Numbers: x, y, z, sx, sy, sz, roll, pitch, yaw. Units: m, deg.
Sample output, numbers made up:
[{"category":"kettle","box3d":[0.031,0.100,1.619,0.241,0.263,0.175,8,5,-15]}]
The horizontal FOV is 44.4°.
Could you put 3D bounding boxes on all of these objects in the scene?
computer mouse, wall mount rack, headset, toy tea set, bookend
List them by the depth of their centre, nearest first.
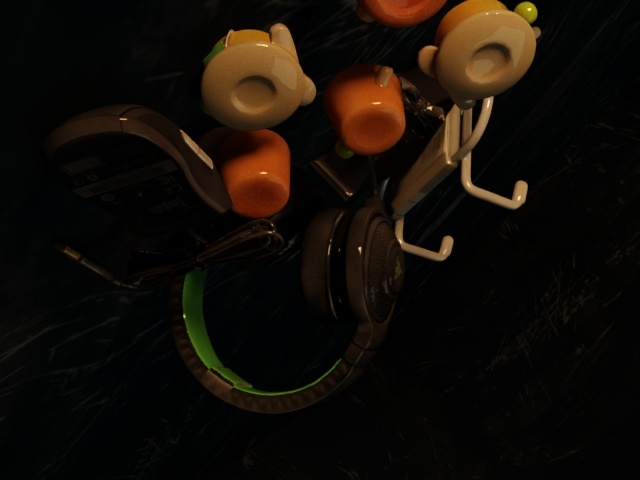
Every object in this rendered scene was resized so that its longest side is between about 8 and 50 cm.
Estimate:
[{"category":"computer mouse","box3d":[-0.164,-0.035,0.666,0.184,0.060,0.262,-18,152,18]},{"category":"toy tea set","box3d":[0.007,-0.163,0.688,0.336,0.124,0.200,-30,135,18]},{"category":"headset","box3d":[0.000,0.000,0.865,0.394,0.243,0.185,-61,157,4]},{"category":"bookend","box3d":[0.085,-0.147,0.990,0.157,0.072,0.156,-31,161,-39]},{"category":"wall mount rack","box3d":[0.202,-0.146,1.130,0.350,0.131,0.304,134,-31,-60]}]
